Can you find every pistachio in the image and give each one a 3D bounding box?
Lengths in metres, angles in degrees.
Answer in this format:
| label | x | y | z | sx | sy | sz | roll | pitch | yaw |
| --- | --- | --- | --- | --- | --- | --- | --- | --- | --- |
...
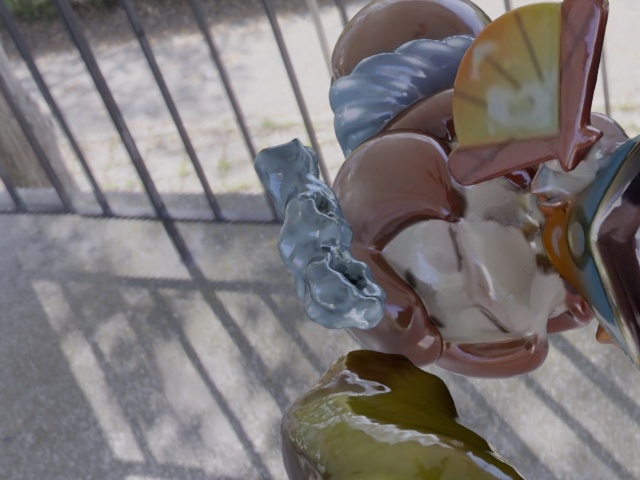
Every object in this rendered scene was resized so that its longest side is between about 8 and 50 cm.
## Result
| label | x | y | z | sx | sy | sz | roll | pitch | yaw |
| --- | --- | --- | --- | --- | --- | --- | --- | --- | --- |
| pistachio | 0.037 | 0.123 | 0.523 | 0.100 | 0.110 | 0.189 | -13 | 21 | -17 |

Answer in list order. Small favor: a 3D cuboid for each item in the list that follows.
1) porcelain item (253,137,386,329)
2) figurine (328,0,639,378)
| label | x | y | z | sx | sy | sz | roll | pitch | yaw |
| --- | --- | --- | --- | --- | --- | --- | --- | --- | --- |
| porcelain item | 0.000 | 0.000 | 0.409 | 0.028 | 0.036 | 0.083 | -43 | 58 | 30 |
| figurine | 0.150 | -0.024 | 0.637 | 0.248 | 0.276 | 0.388 | -41 | 23 | -33 |
